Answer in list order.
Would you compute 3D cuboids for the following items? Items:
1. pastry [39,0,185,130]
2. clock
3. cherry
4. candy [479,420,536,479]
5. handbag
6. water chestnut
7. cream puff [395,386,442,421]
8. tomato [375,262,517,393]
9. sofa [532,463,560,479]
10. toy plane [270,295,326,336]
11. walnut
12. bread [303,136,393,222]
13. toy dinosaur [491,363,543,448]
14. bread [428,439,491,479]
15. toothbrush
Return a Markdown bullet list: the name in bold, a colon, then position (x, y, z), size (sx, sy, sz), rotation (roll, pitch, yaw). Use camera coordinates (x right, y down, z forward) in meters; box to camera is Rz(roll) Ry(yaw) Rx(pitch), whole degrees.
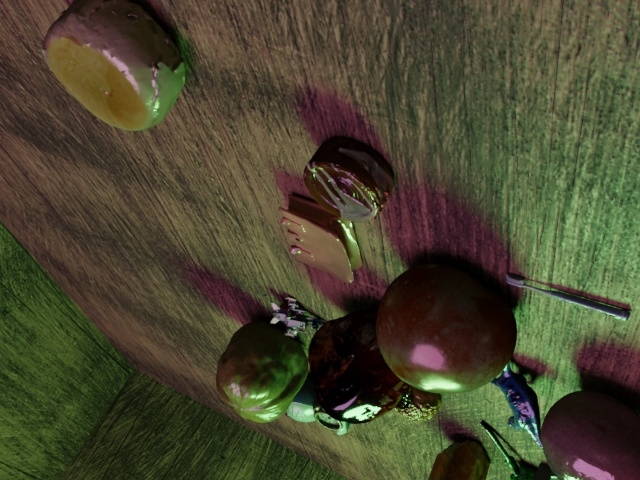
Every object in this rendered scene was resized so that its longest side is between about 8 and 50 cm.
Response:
- **pastry**: position (-0.359, -0.315, 1.383), size (0.265, 0.133, 0.264), rotation (26, 154, 13)
- **clock**: position (-0.008, 0.541, 2.584), size (0.244, 0.146, 0.199), rotation (18, 147, 21)
- **cherry**: position (0.569, 0.412, 1.571), size (0.240, 0.206, 0.239), rotation (23, 152, 13)
- **candy**: position (0.521, 0.605, 2.176), size (0.097, 0.097, 0.323), rotation (-1, 131, 51)
- **handbag**: position (0.000, 0.000, 1.644), size (0.157, 0.059, 0.212), rotation (21, 154, 23)
- **water chestnut**: position (0.108, 0.298, 1.869), size (0.289, 0.288, 0.244), rotation (10, -179, 41)
- **cream puff**: position (0.249, 0.428, 2.106), size (0.144, 0.103, 0.126), rotation (27, 157, 25)
- **tomato**: position (0.234, 0.184, 1.520), size (0.270, 0.222, 0.270), rotation (28, 159, 12)
- **sofa**: position (0.638, 0.687, 2.158), size (0.060, 0.085, 0.147), rotation (7, 146, 49)
- **toy plane**: position (-0.049, 0.217, 2.114), size (0.189, 0.062, 0.135), rotation (20, 127, 21)
- **walnut**: position (-0.177, 0.389, 2.349), size (0.253, 0.276, 0.282), rotation (27, 145, -2)
- **bread**: position (0.049, -0.104, 1.371), size (0.161, 0.073, 0.160), rotation (24, 152, 14)
- **toy dinosaur**: position (0.435, 0.345, 1.721), size (0.329, 0.076, 0.144), rotation (67, 170, -8)
- **bread**: position (0.377, 0.748, 2.278), size (0.149, 0.343, 0.195), rotation (6, 145, 28)
- **toothbrush**: position (0.427, 0.096, 1.371), size (0.220, 0.016, 0.019), rotation (19, 144, 29)
